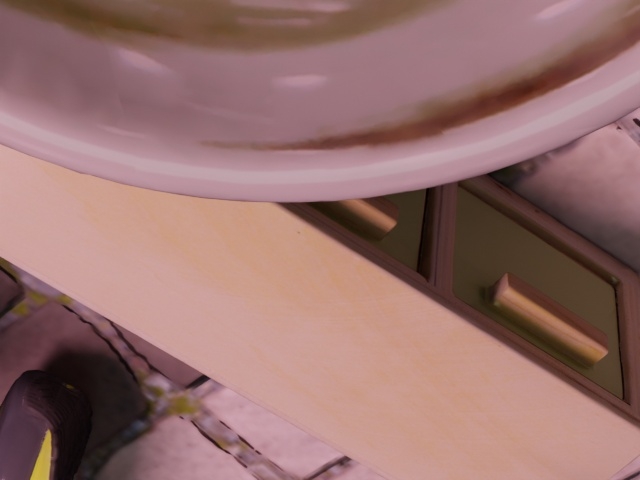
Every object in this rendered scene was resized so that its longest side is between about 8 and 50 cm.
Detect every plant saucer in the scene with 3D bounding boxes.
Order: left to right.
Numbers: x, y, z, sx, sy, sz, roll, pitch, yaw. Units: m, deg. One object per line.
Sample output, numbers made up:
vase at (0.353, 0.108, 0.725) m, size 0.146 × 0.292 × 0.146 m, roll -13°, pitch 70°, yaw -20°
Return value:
plant saucer at (-0.015, -0.205, 0.462) m, size 0.400 × 0.100 × 0.400 m, roll 1°, pitch 120°, yaw 3°

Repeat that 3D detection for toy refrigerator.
toy refrigerator at (0.000, 0.000, 0.636) m, size 0.269 × 0.102 × 0.094 m, roll 33°, pitch 124°, yaw -17°

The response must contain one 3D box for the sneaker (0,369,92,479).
sneaker at (-0.216, 0.151, 0.780) m, size 0.121 × 0.111 × 0.300 m, roll 37°, pitch 121°, yaw -16°
